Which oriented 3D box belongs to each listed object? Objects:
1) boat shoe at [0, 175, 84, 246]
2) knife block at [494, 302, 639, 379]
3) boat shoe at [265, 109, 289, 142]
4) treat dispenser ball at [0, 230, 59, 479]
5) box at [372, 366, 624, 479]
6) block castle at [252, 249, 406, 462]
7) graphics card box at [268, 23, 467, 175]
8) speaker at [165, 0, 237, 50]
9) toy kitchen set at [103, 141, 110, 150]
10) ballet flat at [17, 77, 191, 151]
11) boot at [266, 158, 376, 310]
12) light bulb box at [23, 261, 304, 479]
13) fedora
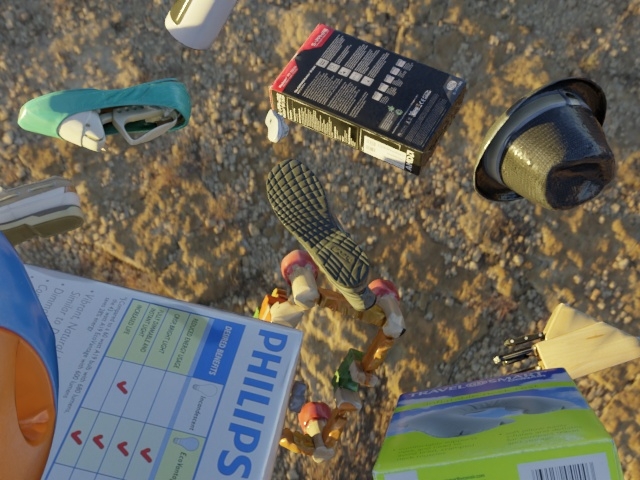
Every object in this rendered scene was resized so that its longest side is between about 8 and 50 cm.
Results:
[{"bbox_3d":[-0.635,-0.050,1.565,0.302,0.113,0.103,-12,70,-14],"label":"boat shoe"},{"bbox_3d":[0.521,0.270,1.667,0.276,0.088,0.242,25,84,12],"label":"knife block"},{"bbox_3d":[-0.070,-0.192,1.331,0.035,0.035,0.100,19,23,-21],"label":"boat shoe"},{"bbox_3d":[-0.289,0.085,0.410,0.288,0.288,0.288,0,62,0],"label":"treat dispenser ball"},{"bbox_3d":[0.093,0.109,0.425,0.109,0.178,0.042,-11,90,10],"label":"box"},{"bbox_3d":[-0.028,0.267,1.822,0.303,0.453,0.213,20,21,-17],"label":"block castle"},{"bbox_3d":[0.104,-0.314,1.704,0.371,0.094,0.233,24,61,16],"label":"graphics card box"},{"bbox_3d":[-0.100,-0.255,0.763,0.055,0.136,0.055,23,42,-22],"label":"speaker"},{"bbox_3d":[-0.506,-0.253,1.733,0.083,0.068,0.075,17,70,32],"label":"toy kitchen set"},{"bbox_3d":[-0.301,-0.175,1.121,0.247,0.083,0.087,-14,65,-22],"label":"ballet flat"},{"bbox_3d":[0.000,0.000,1.237,0.083,0.161,0.246,-32,71,-5],"label":"boot"},{"bbox_3d":[-0.235,0.236,0.716,0.361,0.225,0.358,14,46,2],"label":"light bulb box"},{"bbox_3d":[0.459,-0.152,1.501,0.334,0.334,0.152,-26,55,-13],"label":"fedora"}]
